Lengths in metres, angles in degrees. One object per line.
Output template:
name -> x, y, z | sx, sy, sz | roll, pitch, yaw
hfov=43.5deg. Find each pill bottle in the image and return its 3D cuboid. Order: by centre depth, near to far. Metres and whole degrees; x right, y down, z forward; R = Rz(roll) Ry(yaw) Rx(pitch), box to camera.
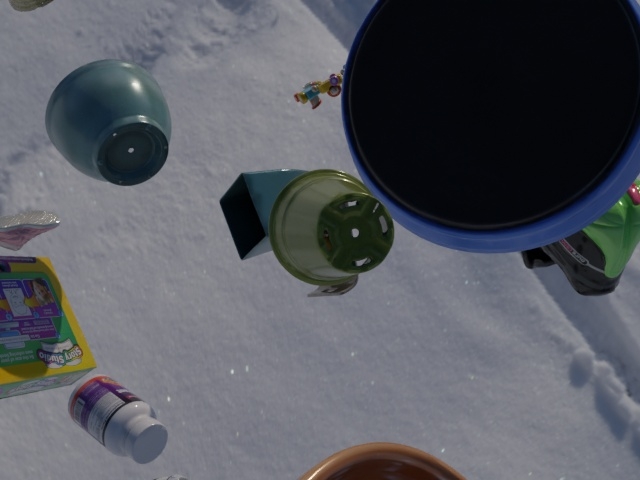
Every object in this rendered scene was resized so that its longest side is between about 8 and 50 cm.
pill bottle -> -0.373, 0.334, 1.488 | 0.193, 0.108, 0.108 | 23, 52, 38

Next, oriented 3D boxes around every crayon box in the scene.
crayon box -> -0.713, 0.193, 1.821 | 0.106, 0.363, 0.313 | -31, 77, 18

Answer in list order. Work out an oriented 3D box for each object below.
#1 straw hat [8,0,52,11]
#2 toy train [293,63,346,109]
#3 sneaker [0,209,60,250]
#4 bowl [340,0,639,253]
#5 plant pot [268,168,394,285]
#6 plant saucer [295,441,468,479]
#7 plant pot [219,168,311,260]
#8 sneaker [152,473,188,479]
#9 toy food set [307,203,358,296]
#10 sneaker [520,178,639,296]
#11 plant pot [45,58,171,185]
straw hat -> -0.283, -0.294, 0.768 | 0.144, 0.061, 0.144 | -14, 66, 34
toy train -> 0.026, -0.325, 1.671 | 0.046, 0.166, 0.125 | 59, 36, -15
sneaker -> -0.606, -0.019, 1.653 | 0.134, 0.070, 0.051 | -9, 45, -25
bowl -> 0.205, -0.180, 0.970 | 0.391, 0.077, 0.391 | -3, 83, 21
plant pot -> 0.014, -0.007, 0.532 | 0.083, 0.079, 0.083 | -1, 93, -14
plant saucer -> 0.035, 0.185, 0.326 | 0.200, 0.037, 0.200 | 28, 46, -35
plant pot -> -0.092, -0.076, 1.959 | 0.234, 0.166, 0.165 | -13, 75, -33
sneaker -> -0.332, 0.627, 1.687 | 0.091, 0.094, 0.258 | -11, 60, 29
toy food set -> 0.000, 0.000, 2.195 | 0.092, 0.220, 0.306 | -7, 88, -26
sneaker -> 0.342, -0.067, 1.289 | 0.185, 0.202, 0.483 | -1, 25, -8
plant pot -> -0.472, -0.251, 1.885 | 0.293, 0.293, 0.196 | -22, 47, -21
